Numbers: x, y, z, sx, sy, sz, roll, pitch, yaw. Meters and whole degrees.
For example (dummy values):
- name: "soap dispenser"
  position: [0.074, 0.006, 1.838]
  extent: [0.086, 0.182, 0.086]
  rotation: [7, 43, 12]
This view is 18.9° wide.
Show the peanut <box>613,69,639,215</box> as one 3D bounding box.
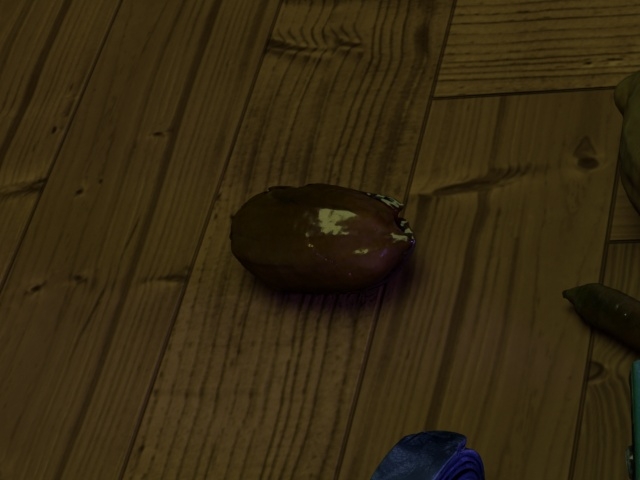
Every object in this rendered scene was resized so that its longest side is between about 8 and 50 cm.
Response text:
- name: "peanut"
  position: [0.427, -0.069, 2.034]
  extent: [0.192, 0.169, 0.387]
  rotation: [-20, 43, -6]

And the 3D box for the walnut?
- name: "walnut"
  position: [0.000, 0.000, 2.175]
  extent: [0.245, 0.137, 0.137]
  rotation: [9, 52, 33]

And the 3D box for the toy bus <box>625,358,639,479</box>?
- name: "toy bus"
  position: [0.333, 0.235, 1.824]
  extent: [0.091, 0.109, 0.262]
  rotation: [-4, 47, 10]

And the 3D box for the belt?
- name: "belt"
  position: [0.097, 0.273, 1.853]
  extent: [0.082, 0.141, 0.190]
  rotation: [11, 50, 28]

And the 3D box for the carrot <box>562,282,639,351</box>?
- name: "carrot"
  position: [0.377, 0.110, 1.956]
  extent: [0.070, 0.070, 0.342]
  rotation: [-41, 45, -19]
